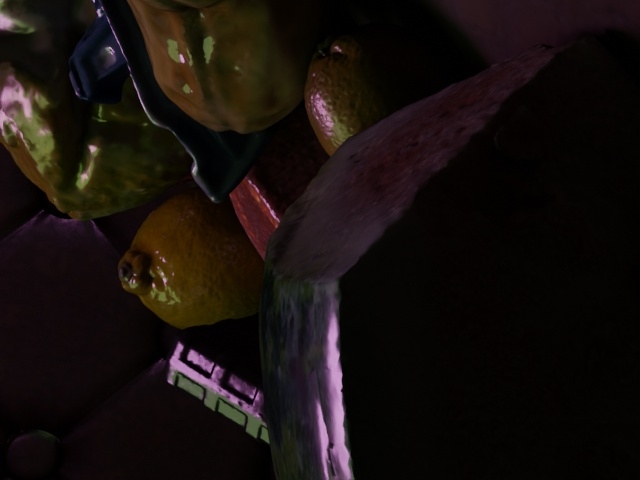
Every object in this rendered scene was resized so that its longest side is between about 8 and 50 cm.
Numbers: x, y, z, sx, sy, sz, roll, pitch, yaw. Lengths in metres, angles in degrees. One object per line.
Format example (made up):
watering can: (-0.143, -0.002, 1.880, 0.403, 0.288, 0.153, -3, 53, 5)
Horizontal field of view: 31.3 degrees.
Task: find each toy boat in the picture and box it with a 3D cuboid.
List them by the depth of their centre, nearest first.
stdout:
toy boat: (-0.130, -0.170, 0.826, 0.309, 0.142, 0.129, 64, -160, 4)

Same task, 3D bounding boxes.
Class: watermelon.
watermelon: (0.072, 0.052, 0.488, 0.193, 0.231, 0.310, 53, -159, -14)

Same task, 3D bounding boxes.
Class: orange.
orange: (0.033, -0.077, 0.633, 0.095, 0.085, 0.085, 39, 178, -22)

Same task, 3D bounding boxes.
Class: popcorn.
popcorn: (-0.195, -0.142, 0.996, 0.225, 0.276, 0.276, 25, -179, -18)

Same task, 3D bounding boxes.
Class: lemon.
lemon: (-0.116, 0.022, 1.304, 0.184, 0.248, 0.184, 35, 134, 48)

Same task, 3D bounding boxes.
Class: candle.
candle: (0.000, 0.000, 1.066, 0.287, 0.131, 0.317, 60, 169, -31)

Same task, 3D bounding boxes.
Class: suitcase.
suitcase: (0.001, 0.135, 1.173, 0.206, 0.066, 0.285, 27, -160, 30)

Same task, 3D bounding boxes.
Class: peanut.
peanut: (-0.066, -0.168, 0.593, 0.147, 0.147, 0.305, 49, 174, 22)

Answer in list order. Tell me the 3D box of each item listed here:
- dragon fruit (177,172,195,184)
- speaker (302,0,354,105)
dragon fruit: (-0.158, -0.156, 1.254, 0.262, 0.134, 0.212, -30, -82, -62)
speaker: (0.016, -0.102, 0.781, 0.218, 0.044, 0.082, 55, 172, -20)
